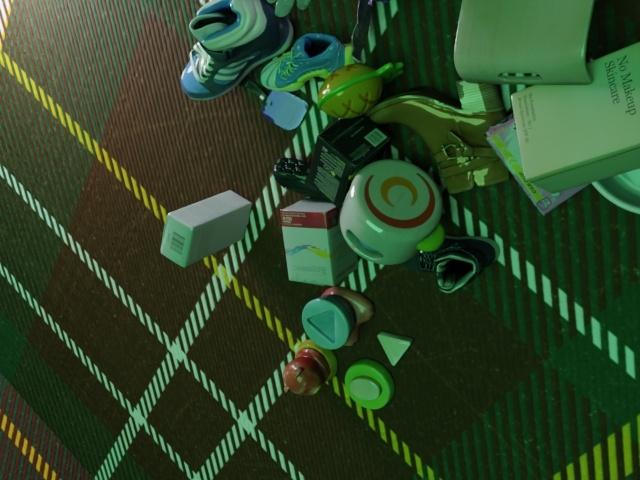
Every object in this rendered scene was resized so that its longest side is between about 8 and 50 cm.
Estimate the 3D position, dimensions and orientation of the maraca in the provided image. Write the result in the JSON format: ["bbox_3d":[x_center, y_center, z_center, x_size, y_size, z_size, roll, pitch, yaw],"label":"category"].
[{"bbox_3d":[0.078,-0.302,1.268,0.185,0.127,0.099,-24,89,5],"label":"maraca"}]

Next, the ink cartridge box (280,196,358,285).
[{"bbox_3d":[0.000,0.000,1.490,0.127,0.128,0.176,4,109,31],"label":"ink cartridge box"}]

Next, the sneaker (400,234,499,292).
[{"bbox_3d":[0.238,0.046,1.340,0.226,0.163,0.086,-6,106,35],"label":"sneaker"}]

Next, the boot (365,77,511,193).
[{"bbox_3d":[0.239,-0.203,1.294,0.283,0.109,0.220,-8,107,27],"label":"boot"}]

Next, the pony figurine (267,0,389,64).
[{"bbox_3d":[0.083,-0.545,1.179,0.363,0.302,0.351,-2,75,36],"label":"pony figurine"}]

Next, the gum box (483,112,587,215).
[{"bbox_3d":[0.395,-0.155,1.180,0.107,0.062,0.188,-37,101,15],"label":"gum box"}]

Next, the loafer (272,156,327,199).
[{"bbox_3d":[-0.005,-0.133,1.487,0.223,0.076,0.078,17,152,19],"label":"loafer"}]

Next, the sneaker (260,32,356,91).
[{"bbox_3d":[-0.045,-0.389,1.366,0.240,0.126,0.091,-8,74,27],"label":"sneaker"}]

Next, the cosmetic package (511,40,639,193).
[{"bbox_3d":[0.464,-0.195,0.973,0.309,0.113,0.160,-20,68,39],"label":"cosmetic package"}]

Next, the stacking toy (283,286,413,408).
[{"bbox_3d":[0.051,0.291,1.568,0.279,0.130,0.309,29,121,20],"label":"stacking toy"}]

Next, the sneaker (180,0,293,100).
[{"bbox_3d":[-0.237,-0.422,1.387,0.322,0.236,0.130,-22,80,27],"label":"sneaker"}]

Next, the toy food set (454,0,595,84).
[{"bbox_3d":[0.342,-0.398,1.001,0.219,0.092,0.306,15,101,43],"label":"toy food set"}]

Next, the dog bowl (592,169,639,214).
[{"bbox_3d":[0.571,-0.177,1.060,0.264,0.104,0.265,10,107,36],"label":"dog bowl"}]

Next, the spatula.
[{"bbox_3d":[-0.163,-0.360,1.516,0.296,0.030,0.084,36,117,17],"label":"spatula"}]

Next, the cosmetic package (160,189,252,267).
[{"bbox_3d":[-0.277,-0.033,1.587,0.085,0.231,0.117,30,121,19],"label":"cosmetic package"}]

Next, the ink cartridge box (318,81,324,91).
[{"bbox_3d":[0.039,-0.326,1.404,0.083,0.028,0.048,4,109,31],"label":"ink cartridge box"}]

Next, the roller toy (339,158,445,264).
[{"bbox_3d":[0.140,-0.057,1.314,0.146,0.191,0.209,110,155,-61],"label":"roller toy"}]

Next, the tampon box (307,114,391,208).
[{"bbox_3d":[0.057,-0.170,1.359,0.101,0.120,0.161,42,153,14],"label":"tampon box"}]
